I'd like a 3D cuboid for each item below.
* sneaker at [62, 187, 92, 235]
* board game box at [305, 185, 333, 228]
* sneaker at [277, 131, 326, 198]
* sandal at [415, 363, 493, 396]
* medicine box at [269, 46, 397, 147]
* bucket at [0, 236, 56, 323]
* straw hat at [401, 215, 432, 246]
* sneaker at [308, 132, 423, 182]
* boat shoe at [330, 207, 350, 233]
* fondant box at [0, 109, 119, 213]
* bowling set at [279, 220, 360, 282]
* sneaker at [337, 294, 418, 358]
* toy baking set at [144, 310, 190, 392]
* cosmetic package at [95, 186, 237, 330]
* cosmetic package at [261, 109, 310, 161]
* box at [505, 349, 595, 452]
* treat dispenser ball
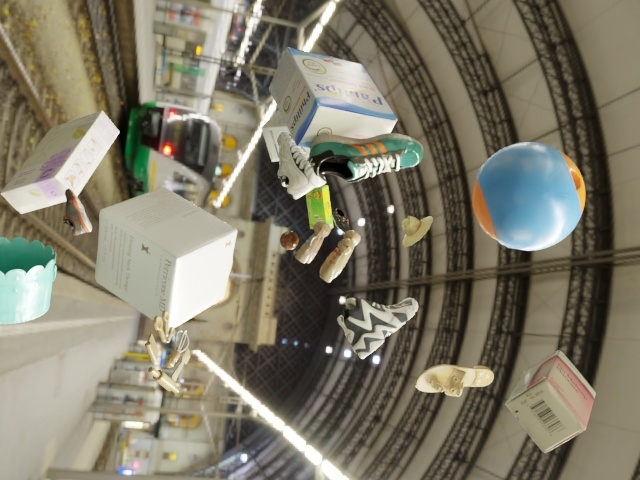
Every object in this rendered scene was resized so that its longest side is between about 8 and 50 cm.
[{"bbox_3d":[-0.690,-0.079,1.830,0.158,0.064,0.061,56,-12,29],"label":"sneaker"},{"bbox_3d":[-0.006,-0.136,2.723,0.092,0.043,0.181,7,-66,36],"label":"board game box"},{"bbox_3d":[-0.089,-0.234,2.019,0.118,0.110,0.292,-41,-141,9],"label":"sneaker"},{"bbox_3d":[0.401,0.411,1.909,0.079,0.240,0.088,-128,-142,-66],"label":"sandal"},{"bbox_3d":[0.031,-0.388,1.874,0.149,0.263,0.289,-61,-141,36],"label":"medicine box"},{"bbox_3d":[-0.946,0.118,2.001,0.281,0.281,0.183,-116,-147,-67],"label":"bucket"},{"bbox_3d":[0.301,-0.050,2.187,0.144,0.061,0.144,-43,-166,13],"label":"straw hat"},{"bbox_3d":[0.120,-0.204,1.729,0.108,0.302,0.121,87,3,-49],"label":"sneaker"},{"bbox_3d":[0.078,-0.069,2.379,0.042,0.049,0.133,-51,-141,20],"label":"boat shoe"},{"bbox_3d":[-0.801,-0.246,2.050,0.096,0.238,0.330,57,34,-38],"label":"fondant box"},{"bbox_3d":[0.000,0.000,1.834,0.154,0.199,0.287,-56,179,1],"label":"bowling set"},{"bbox_3d":[0.137,0.179,1.700,0.153,0.235,0.094,50,-28,7],"label":"sneaker"},{"bbox_3d":[-0.393,0.301,1.752,0.256,0.030,0.197,69,20,-52],"label":"toy baking set"},{"bbox_3d":[-0.579,0.055,2.473,0.327,0.393,0.330,-30,142,-51],"label":"cosmetic package"},{"bbox_3d":[-0.042,-0.382,2.249,0.224,0.224,0.138,-57,140,-48],"label":"cosmetic package"},{"bbox_3d":[0.577,0.394,1.644,0.127,0.149,0.232,-43,168,27],"label":"box"},{"bbox_3d":[0.551,-0.116,1.758,0.288,0.288,0.288,-172,-90,-77],"label":"treat dispenser ball"}]
